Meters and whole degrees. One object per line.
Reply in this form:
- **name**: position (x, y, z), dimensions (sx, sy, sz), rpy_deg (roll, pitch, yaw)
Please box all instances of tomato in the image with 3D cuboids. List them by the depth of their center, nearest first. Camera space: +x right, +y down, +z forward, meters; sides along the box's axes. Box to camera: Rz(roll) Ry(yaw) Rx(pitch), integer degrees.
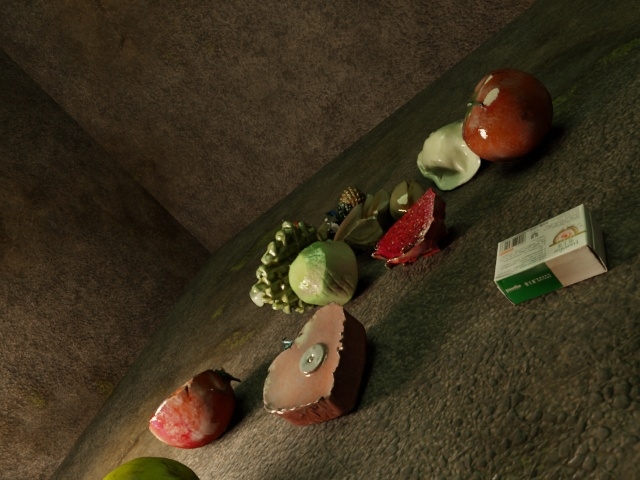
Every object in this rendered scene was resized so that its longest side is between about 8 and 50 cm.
- **tomato**: position (0.544, -0.354, 1.551), dimensions (0.265, 0.265, 0.265), rpy_deg (-39, 16, 13)
- **tomato**: position (-0.365, 0.535, 1.621), dimensions (0.309, 0.170, 0.309), rpy_deg (-38, -22, -18)

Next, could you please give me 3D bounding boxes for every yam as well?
- **yam**: position (0.000, 0.000, 2.297), dimensions (0.317, 0.067, 0.071), rpy_deg (-57, -7, -44)

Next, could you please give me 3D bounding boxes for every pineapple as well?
- **pineapple**: position (0.101, -0.123, 2.292), dimensions (0.119, 0.111, 0.237), rpy_deg (7, 47, 35)

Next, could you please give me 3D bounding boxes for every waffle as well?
- **waffle**: position (-0.076, 0.095, 1.792), dimensions (0.056, 0.291, 0.309), rpy_deg (17, 81, 51)

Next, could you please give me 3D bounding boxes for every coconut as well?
- **coconut**: position (0.027, 0.107, 1.703), dimensions (0.236, 0.236, 0.204), rpy_deg (-47, 28, -12)

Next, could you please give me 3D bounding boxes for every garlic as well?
- **garlic**: position (0.157, -0.049, 1.901), dimensions (0.279, 0.132, 0.325), rpy_deg (-40, 9, 20)

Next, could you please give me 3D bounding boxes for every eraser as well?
- **eraser**: position (0.068, -0.091, 2.339), dimensions (0.027, 0.084, 0.063), rpy_deg (-57, 3, 44)

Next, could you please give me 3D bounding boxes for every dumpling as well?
- **dumpling**: position (0.458, -0.281, 1.819), dimensions (0.318, 0.187, 0.243), rpy_deg (141, 130, -62)

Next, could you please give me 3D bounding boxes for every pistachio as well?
- **pistachio**: position (0.297, -0.133, 1.788), dimensions (0.144, 0.144, 0.215), rpy_deg (-36, 20, 24)

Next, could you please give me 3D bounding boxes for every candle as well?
- **candle**: position (0.011, 0.327, 1.321), dimensions (0.317, 0.131, 0.287), rpy_deg (-54, 23, -3)

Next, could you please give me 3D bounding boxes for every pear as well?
- **pear**: position (-0.369, 0.640, 1.188), dimensions (0.375, 0.287, 0.287), rpy_deg (-6, 38, 43)

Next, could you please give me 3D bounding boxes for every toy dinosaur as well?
- **toy dinosaur**: position (-0.075, 0.330, 1.664), dimensions (0.080, 0.045, 0.197), rpy_deg (-36, 18, -25)

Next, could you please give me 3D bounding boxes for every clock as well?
- **clock**: position (-0.225, 0.198, 2.351), dimensions (0.191, 0.062, 0.151), rpy_deg (-44, 15, -3)

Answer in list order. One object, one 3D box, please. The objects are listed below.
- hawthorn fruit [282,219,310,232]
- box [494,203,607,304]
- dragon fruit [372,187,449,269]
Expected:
- **hawthorn fruit**: position (-0.105, -0.026, 2.376), dimensions (0.162, 0.203, 0.163), rpy_deg (-42, 14, 13)
- **box**: position (0.456, 0.030, 1.068), dimensions (0.199, 0.081, 0.135), rpy_deg (-33, 19, 39)
- **dragon fruit**: position (0.281, 0.004, 1.521), dimensions (0.274, 0.126, 0.161), rpy_deg (-47, 23, 21)
